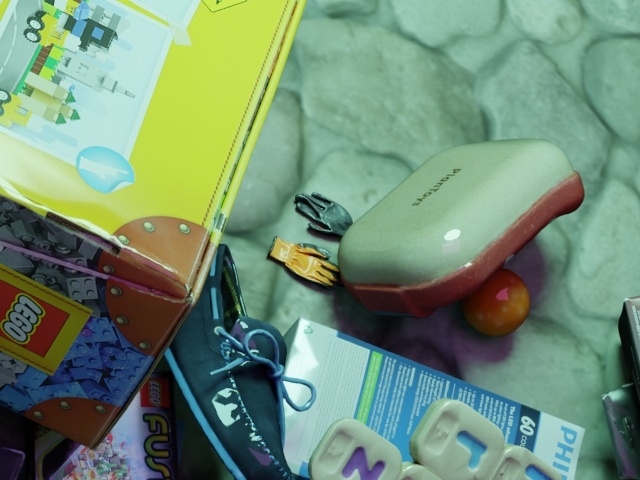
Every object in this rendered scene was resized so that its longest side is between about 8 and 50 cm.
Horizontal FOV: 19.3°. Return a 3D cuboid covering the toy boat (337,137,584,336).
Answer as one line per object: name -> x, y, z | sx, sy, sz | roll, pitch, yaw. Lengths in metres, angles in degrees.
toy boat -> 0.134, 0.013, 1.608 | 0.231, 0.151, 0.151 | -40, 116, -33

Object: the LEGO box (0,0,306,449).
LEGO box -> -0.228, -0.152, 1.416 | 0.372, 0.193, 0.500 | 28, 43, -9

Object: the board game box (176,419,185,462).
board game box -> -0.155, 0.175, 1.463 | 0.090, 0.020, 0.090 | 14, 61, -15

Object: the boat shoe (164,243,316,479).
boat shoe -> -0.068, 0.087, 1.437 | 0.089, 0.109, 0.258 | -28, 52, -1

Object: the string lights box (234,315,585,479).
string lights box -> 0.075, 0.175, 1.522 | 0.260, 0.077, 0.133 | 23, 60, -11

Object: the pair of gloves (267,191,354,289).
pair of gloves -> 0.000, 0.000, 1.616 | 0.074, 0.010, 0.083 | 30, 57, -6

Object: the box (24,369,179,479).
box -> -0.163, 0.198, 1.416 | 0.114, 0.036, 0.207 | 3, 67, -20

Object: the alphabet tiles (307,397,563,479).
alphabet tiles -> 0.067, 0.267, 1.419 | 0.278, 0.021, 0.284 | 36, 81, -26

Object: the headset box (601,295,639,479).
headset box -> 0.389, 0.141, 1.592 | 0.293, 0.110, 0.218 | -10, 71, 3

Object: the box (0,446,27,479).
box -> -0.302, 0.215, 1.321 | 0.156, 0.093, 0.158 | 15, 60, 3
